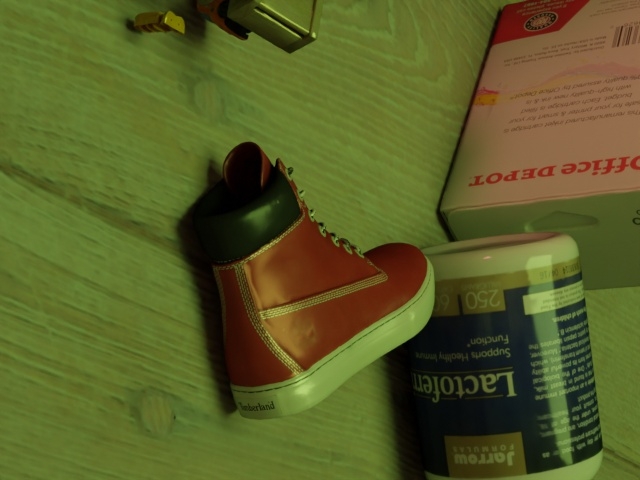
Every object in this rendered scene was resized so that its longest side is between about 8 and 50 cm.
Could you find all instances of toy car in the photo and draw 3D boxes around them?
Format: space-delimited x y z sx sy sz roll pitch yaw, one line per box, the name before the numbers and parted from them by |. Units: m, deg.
toy car | -0.085 -0.164 1.069 0.122 0.040 0.060 -7 98 -60

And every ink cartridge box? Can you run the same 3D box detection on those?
ink cartridge box | 0.263 -0.103 1.519 0.131 0.226 0.306 58 38 -38

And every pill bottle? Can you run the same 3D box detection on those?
pill bottle | 0.155 0.132 1.344 0.153 0.153 0.265 -15 98 -62

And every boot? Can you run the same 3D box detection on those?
boot | 0.000 0.000 1.153 0.244 0.088 0.176 -33 113 -56

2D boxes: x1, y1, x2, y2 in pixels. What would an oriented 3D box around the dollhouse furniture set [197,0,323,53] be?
dollhouse furniture set | -0.045 -0.242 1.025 0.182 0.101 0.161 27 58 -32
